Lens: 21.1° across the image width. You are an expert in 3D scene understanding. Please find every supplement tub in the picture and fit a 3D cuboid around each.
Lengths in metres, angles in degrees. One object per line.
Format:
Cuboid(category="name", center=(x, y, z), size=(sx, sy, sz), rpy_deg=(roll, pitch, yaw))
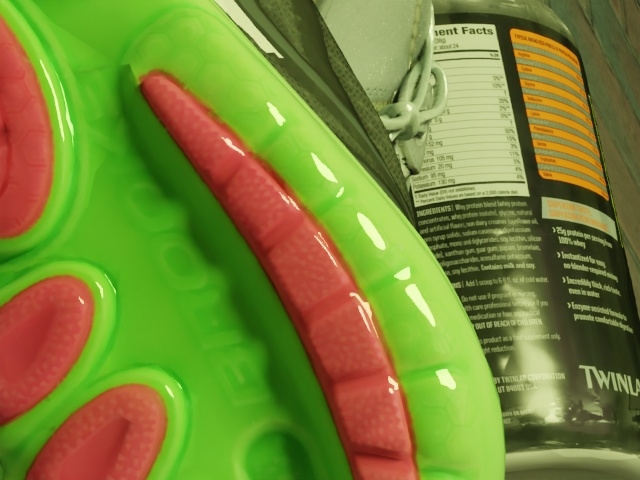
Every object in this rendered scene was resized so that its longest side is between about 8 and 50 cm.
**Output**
Cuboid(category="supplement tub", center=(0.069, -0.006, 1.003), size=(0.207, 0.207, 0.338), rpy_deg=(35, 42, -58))

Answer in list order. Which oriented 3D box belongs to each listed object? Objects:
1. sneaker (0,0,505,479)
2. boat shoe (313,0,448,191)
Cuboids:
Cuboid(category="sneaker", center=(-0.094, -0.089, 0.572), size=(0.202, 0.185, 0.482), rpy_deg=(87, -16, -83))
Cuboid(category="boat shoe", center=(-0.002, 0.001, 0.752), size=(0.118, 0.103, 0.320), rpy_deg=(-2, 113, -52))
